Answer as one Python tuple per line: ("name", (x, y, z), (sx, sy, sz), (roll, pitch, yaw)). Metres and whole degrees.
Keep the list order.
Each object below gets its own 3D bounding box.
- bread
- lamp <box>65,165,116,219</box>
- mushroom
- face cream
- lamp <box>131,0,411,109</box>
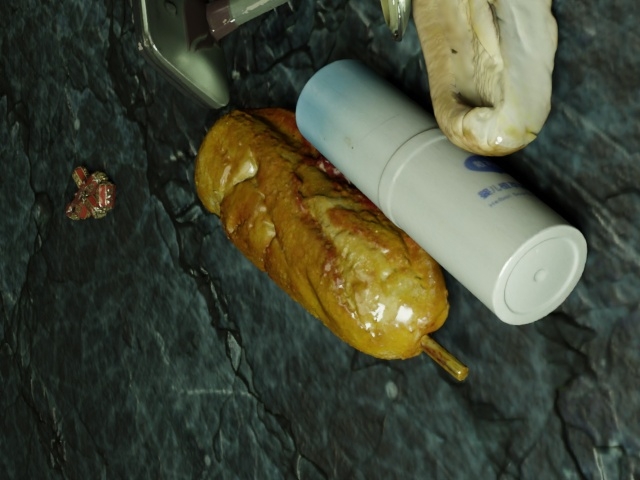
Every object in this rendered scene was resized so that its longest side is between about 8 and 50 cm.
("bread", (0.002, 0.000, 0.919), (0.344, 0.084, 0.124), (45, 127, 43))
("lamp", (-0.256, -0.049, 1.319), (0.083, 0.031, 0.063), (11, 102, 49))
("mushroom", (0.104, -0.147, 0.777), (0.094, 0.072, 0.209), (-28, 64, 49))
("face cream", (0.075, -0.042, 0.819), (0.250, 0.077, 0.077), (45, 127, 43))
("lamp", (-0.024, -0.179, 0.885), (0.283, 0.124, 0.203), (-29, 57, 37))
